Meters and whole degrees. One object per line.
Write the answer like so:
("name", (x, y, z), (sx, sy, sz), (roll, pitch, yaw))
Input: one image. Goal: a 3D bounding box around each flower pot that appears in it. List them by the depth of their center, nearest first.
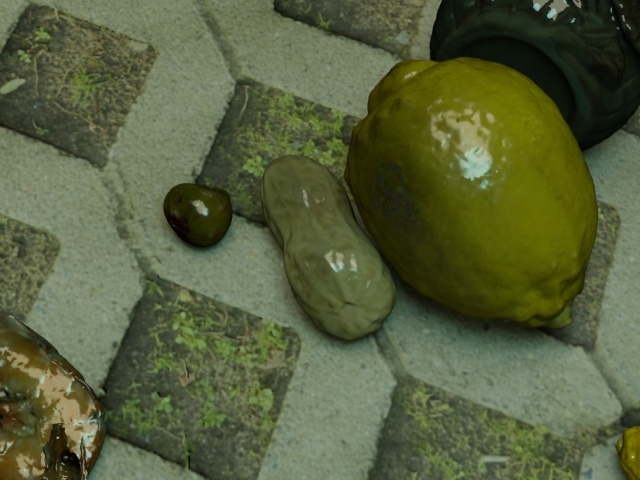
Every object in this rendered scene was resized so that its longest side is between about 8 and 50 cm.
("flower pot", (0.289, -0.259, 1.400), (0.302, 0.301, 0.213), (29, 58, 15))

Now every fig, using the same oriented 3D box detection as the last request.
("fig", (-0.142, -0.037, 1.402), (0.098, 0.082, 0.084), (-30, 28, -34))

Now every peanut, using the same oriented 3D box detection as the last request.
("peanut", (0.000, 0.000, 1.349), (0.124, 0.123, 0.256), (-21, 65, -13))

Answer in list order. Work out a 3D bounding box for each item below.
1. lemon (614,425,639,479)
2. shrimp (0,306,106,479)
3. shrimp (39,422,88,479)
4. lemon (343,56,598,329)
("lemon", (0.397, 0.243, 1.221), (0.155, 0.114, 0.114), (19, 61, 18))
("shrimp", (-0.377, 0.164, 1.285), (0.164, 0.062, 0.317), (-41, 73, -21))
("shrimp", (-0.309, 0.336, 1.178), (0.152, 0.063, 0.287), (-4, 70, 4))
("lemon", (0.180, -0.060, 1.305), (0.316, 0.285, 0.285), (32, 61, -16))
